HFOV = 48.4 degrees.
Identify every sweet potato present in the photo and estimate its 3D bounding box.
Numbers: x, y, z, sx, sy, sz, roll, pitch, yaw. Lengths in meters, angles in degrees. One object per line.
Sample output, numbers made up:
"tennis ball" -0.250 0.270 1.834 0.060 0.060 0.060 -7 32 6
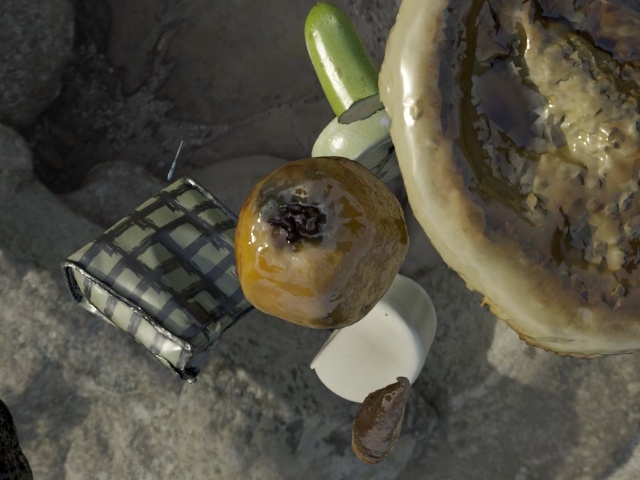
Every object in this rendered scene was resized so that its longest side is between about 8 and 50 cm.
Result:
"sweet potato" 0.065 0.202 0.800 0.060 0.068 0.206 -3 147 -13

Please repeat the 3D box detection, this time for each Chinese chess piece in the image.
"Chinese chess piece" 0.093 -0.176 1.359 0.238 0.238 0.092 -41 71 20

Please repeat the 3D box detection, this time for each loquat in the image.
"loquat" 0.000 0.000 0.768 0.176 0.234 0.187 17 86 26

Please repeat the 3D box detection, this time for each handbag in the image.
"handbag" -0.262 0.066 1.369 0.327 0.325 0.162 33 144 23

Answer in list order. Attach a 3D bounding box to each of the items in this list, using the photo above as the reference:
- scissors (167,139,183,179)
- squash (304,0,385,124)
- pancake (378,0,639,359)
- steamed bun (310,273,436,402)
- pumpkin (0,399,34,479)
"scissors" -0.284 -0.157 1.393 0.006 0.036 0.083 19 85 -8
"squash" 0.029 -0.280 1.097 0.095 0.095 0.188 -29 81 16
"pancake" 0.208 -0.095 0.431 0.356 0.065 0.356 -1 94 -7
"steamed bun" 0.110 0.188 1.295 0.164 0.146 0.241 36 125 2
"pumpkin" -0.407 0.269 0.784 0.163 0.233 0.233 -21 121 -29
